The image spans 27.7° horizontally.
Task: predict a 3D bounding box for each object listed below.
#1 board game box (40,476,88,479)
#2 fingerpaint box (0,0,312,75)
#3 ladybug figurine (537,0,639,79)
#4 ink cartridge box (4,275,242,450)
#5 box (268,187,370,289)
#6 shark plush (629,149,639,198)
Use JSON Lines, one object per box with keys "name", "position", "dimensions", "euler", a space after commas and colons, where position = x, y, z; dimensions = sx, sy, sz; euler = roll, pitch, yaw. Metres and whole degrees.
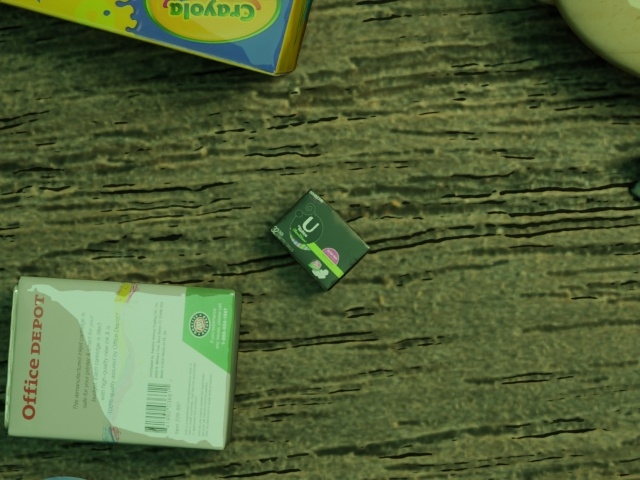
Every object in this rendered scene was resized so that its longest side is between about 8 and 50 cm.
{"name": "board game box", "position": [-0.251, 0.319, 1.288], "dimensions": [0.133, 0.033, 0.169], "euler": [-25, 82, 6]}
{"name": "fingerpaint box", "position": [-0.198, -0.388, 1.220], "dimensions": [0.444, 0.163, 0.371], "euler": [16, 100, 3]}
{"name": "ladybug figurine", "position": [0.417, -0.281, 1.223], "dimensions": [0.449, 0.162, 0.305], "euler": [-8, 88, 1]}
{"name": "ink cartridge box", "position": [-0.189, 0.118, 1.264], "dimensions": [0.212, 0.093, 0.154], "euler": [3, 87, 1]}
{"name": "box", "position": [0.000, 0.000, 1.282], "dimensions": [0.062, 0.052, 0.083], "euler": [-45, 85, 0]}
{"name": "shark plush", "position": [0.365, -0.032, 1.261], "dimensions": [0.073, 0.067, 0.161], "euler": [-36, 87, 0]}
